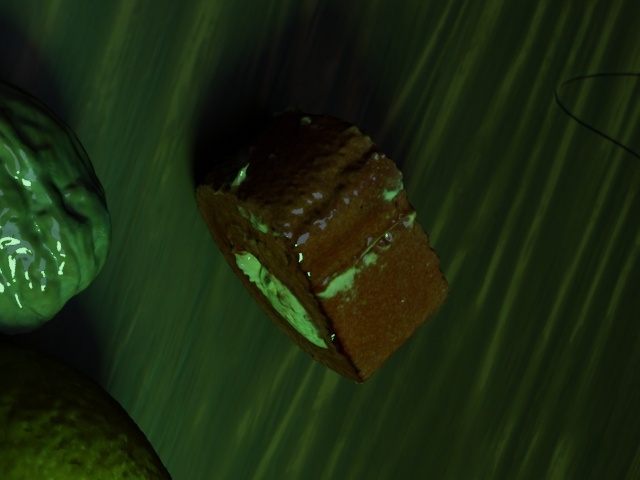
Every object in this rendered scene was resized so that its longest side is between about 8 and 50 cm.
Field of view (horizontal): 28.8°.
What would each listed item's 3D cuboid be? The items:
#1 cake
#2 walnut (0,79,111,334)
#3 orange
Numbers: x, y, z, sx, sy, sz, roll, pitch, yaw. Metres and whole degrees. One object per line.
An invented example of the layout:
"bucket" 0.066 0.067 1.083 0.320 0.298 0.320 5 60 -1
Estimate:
"cake" 0.000 0.000 1.232 0.151 0.177 0.283 -42 131 -14
"walnut" -0.273 -0.037 1.042 0.178 0.178 0.230 -37 120 -17
"orange" -0.280 0.259 1.060 0.322 0.322 0.357 -30 117 -21
